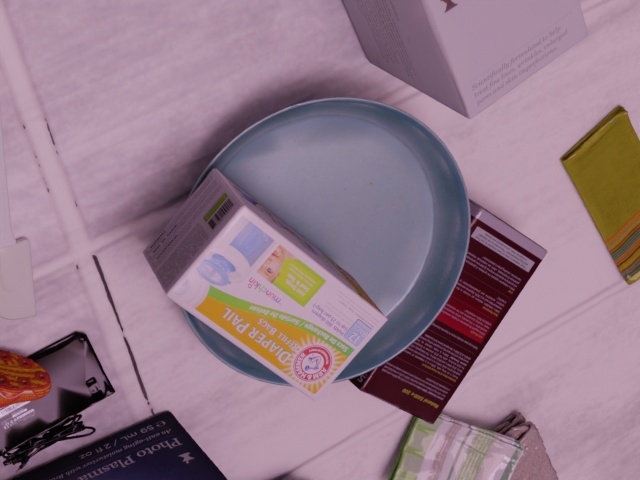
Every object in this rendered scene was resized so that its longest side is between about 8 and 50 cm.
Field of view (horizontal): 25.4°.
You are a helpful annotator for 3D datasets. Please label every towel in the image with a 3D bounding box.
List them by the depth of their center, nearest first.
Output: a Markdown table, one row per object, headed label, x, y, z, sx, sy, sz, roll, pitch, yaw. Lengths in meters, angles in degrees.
| label | x | y | z | sx | sy | sz | roll | pitch | yaw |
| --- | --- | --- | --- | --- | --- | --- | --- | --- | --- |
| towel | 0.164 | 0.273 | 1.712 | 0.152 | 0.023 | 0.113 | 22 | 89 | -21 |
| towel | 0.370 | -0.050 | 1.715 | 0.102 | 0.021 | 0.237 | -43 | 130 | -8 |
| towel | 0.236 | 0.363 | 1.831 | 0.187 | 0.049 | 0.282 | -37 | 129 | -10 |

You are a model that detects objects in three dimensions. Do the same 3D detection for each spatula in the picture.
| label | x | y | z | sx | sy | sz | roll | pitch | yaw |
| --- | --- | --- | --- | --- | --- | --- | --- | --- | --- |
| spatula | -0.342 | -0.012 | 1.265 | 0.168 | 0.019 | 0.242 | -15 | 122 | -25 |

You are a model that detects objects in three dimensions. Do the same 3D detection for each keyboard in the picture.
| label | x | y | z | sx | sy | sz | roll | pitch | yaw |
| --- | --- | --- | --- | --- | --- | --- | --- | --- | --- |
| keyboard | -0.299 | 0.172 | 1.393 | 0.192 | 0.038 | 0.100 | -28 | 103 | -17 |

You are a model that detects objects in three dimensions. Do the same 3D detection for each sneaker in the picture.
| label | x | y | z | sx | sy | sz | roll | pitch | yaw |
| --- | --- | --- | --- | --- | --- | --- | --- | --- | --- |
| sneaker | -0.341 | 0.144 | 1.332 | 0.175 | 0.064 | 0.067 | -4 | 130 | -24 |

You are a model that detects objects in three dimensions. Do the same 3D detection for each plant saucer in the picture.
| label | x | y | z | sx | sy | sz | roll | pitch | yaw |
| --- | --- | --- | --- | --- | --- | --- | --- | --- | --- |
| plant saucer | 0.000 | 0.000 | 1.450 | 0.318 | 0.044 | 0.317 | -8 | 115 | -18 |

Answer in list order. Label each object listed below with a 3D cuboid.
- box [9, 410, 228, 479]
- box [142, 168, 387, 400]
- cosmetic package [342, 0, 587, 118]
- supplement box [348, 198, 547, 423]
| label | x | y | z | sx | sy | sz | roll | pitch | yaw |
| --- | --- | --- | --- | --- | --- | --- | --- | --- | --- |
| box | -0.199 | 0.354 | 1.377 | 0.296 | 0.294 | 0.182 | -23 | 125 | -23 |
| box | -0.052 | 0.044 | 1.366 | 0.203 | 0.103 | 0.114 | 38 | 96 | -29 |
| cosmetic package | 0.125 | -0.239 | 1.343 | 0.151 | 0.184 | 0.151 | -36 | 129 | -12 |
| supplement box | 0.133 | 0.074 | 1.591 | 0.130 | 0.073 | 0.239 | 30 | 95 | -39 |
